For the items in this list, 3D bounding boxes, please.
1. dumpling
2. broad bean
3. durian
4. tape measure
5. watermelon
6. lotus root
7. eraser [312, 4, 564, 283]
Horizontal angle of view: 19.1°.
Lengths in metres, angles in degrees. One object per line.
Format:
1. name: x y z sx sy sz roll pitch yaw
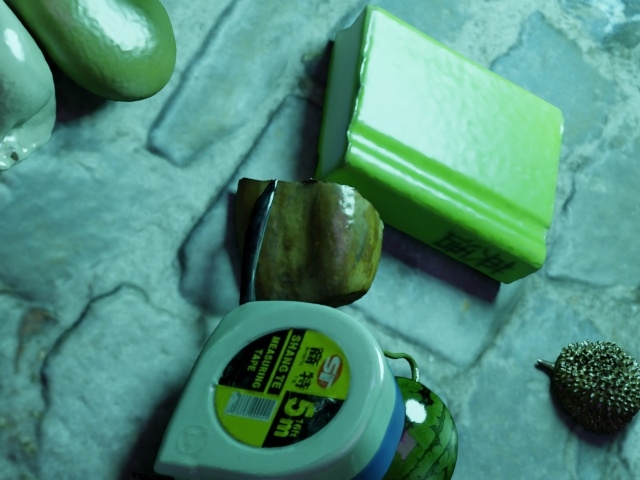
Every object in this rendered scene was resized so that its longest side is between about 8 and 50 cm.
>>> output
1. dumpling: -0.324 -0.150 1.730 0.151 0.124 0.229 -51 127 -25
2. broad bean: -0.244 -0.243 1.831 0.263 0.121 0.189 52 27 -23
3. durian: 0.307 0.148 2.073 0.140 0.071 0.110 22 59 -21
4. tape measure: -0.015 0.104 1.779 0.098 0.215 0.351 65 39 -51
5. watermelon: 0.071 0.189 1.841 0.141 0.141 0.187 40 50 -14
6. lotus root: -0.001 0.004 1.906 0.159 0.095 0.135 9 69 -26
7. eraser: 0.127 -0.101 2.042 0.274 0.092 0.210 25 58 -26
